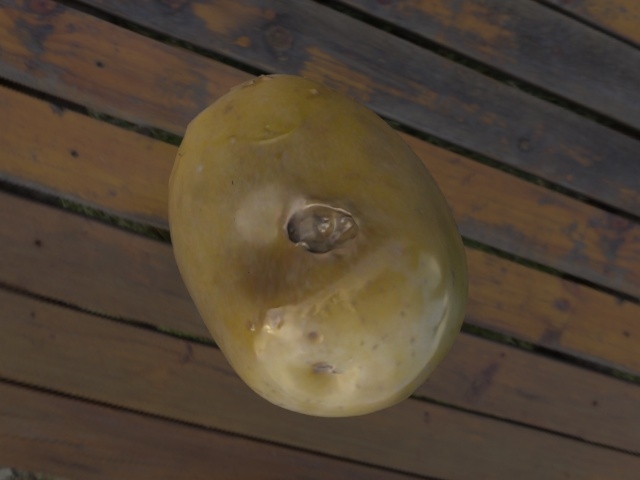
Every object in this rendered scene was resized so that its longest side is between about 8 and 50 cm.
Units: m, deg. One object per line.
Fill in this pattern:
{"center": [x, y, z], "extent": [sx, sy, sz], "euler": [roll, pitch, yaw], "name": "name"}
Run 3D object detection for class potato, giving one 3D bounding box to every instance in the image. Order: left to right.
{"center": [0.000, 0.000, 0.626], "extent": [0.150, 0.233, 0.146], "euler": [-36, 144, 19], "name": "potato"}
